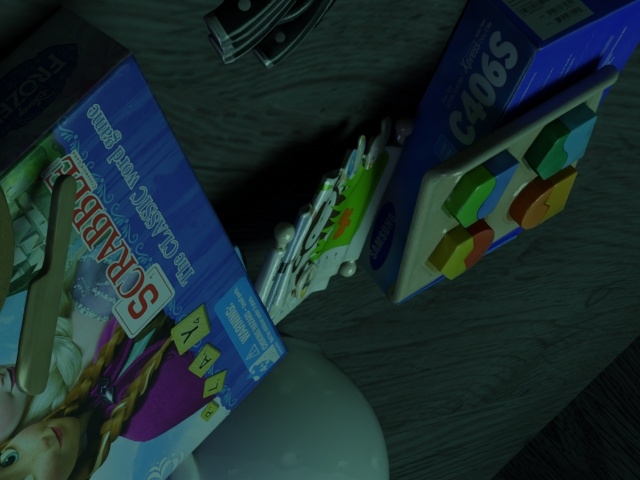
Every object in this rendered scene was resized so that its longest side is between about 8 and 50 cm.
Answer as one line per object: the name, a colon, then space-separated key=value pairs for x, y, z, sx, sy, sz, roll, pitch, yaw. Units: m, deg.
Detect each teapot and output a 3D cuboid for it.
teapot: x=-0.068 y=0.148 z=1.406 sx=0.253 sy=0.187 sz=0.256 roll=0 pitch=161 yaw=-24

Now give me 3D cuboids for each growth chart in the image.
growth chart: x=0.000 y=0.000 z=1.312 sx=0.237 sy=0.021 sz=0.172 roll=-41 pitch=156 yaw=-54

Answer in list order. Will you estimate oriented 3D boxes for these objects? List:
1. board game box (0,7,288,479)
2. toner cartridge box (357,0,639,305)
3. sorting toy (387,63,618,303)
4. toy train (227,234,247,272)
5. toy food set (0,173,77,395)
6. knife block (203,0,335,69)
board game box: x=-0.185 y=0.082 z=0.979 sx=0.318 sy=0.066 sz=0.318 roll=-46 pitch=146 yaw=-15
toner cartridge box: x=0.150 y=-0.096 z=1.429 sx=0.165 sy=0.075 sz=0.348 roll=-26 pitch=157 yaw=-33
sorting toy: x=0.149 y=-0.038 z=1.380 sx=0.193 sy=0.038 sz=0.208 roll=-31 pitch=159 yaw=-24
toy train: x=-0.133 y=0.050 z=1.210 sx=0.184 sy=0.080 sz=0.105 roll=-36 pitch=152 yaw=-11
toy food set: x=-0.195 y=0.015 z=0.804 sx=0.192 sy=0.039 sz=0.132 roll=8 pitch=93 yaw=-60
knife block: x=0.024 y=-0.214 z=0.775 sx=0.275 sy=0.088 sz=0.242 roll=-56 pitch=177 yaw=41
